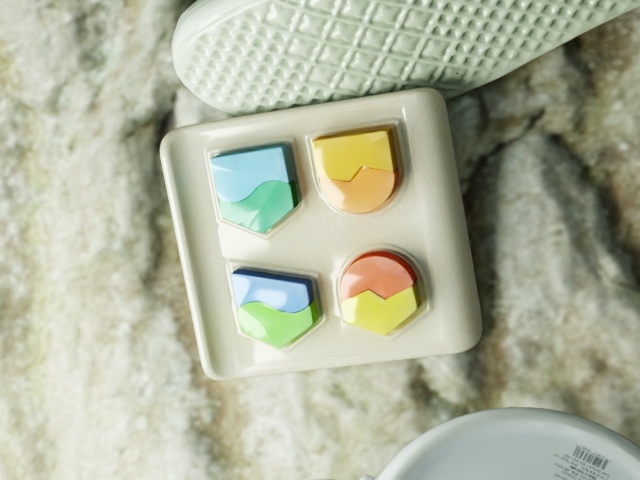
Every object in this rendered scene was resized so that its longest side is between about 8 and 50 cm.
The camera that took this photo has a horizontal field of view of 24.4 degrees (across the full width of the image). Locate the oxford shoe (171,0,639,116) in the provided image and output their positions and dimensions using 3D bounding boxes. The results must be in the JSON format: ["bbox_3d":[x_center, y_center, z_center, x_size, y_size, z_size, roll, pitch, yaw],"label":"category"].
[{"bbox_3d":[0.106,-0.205,1.030,0.449,0.169,0.130,-21,54,14],"label":"oxford shoe"}]

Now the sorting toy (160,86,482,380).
[{"bbox_3d":[0.000,0.000,1.061,0.208,0.038,0.193,-9,100,10],"label":"sorting toy"}]

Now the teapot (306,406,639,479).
[{"bbox_3d":[0.127,0.244,0.978,0.253,0.187,0.256,-12,57,-8],"label":"teapot"}]
